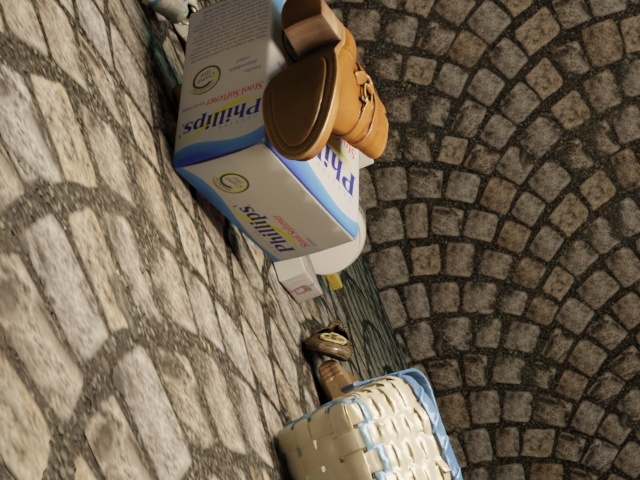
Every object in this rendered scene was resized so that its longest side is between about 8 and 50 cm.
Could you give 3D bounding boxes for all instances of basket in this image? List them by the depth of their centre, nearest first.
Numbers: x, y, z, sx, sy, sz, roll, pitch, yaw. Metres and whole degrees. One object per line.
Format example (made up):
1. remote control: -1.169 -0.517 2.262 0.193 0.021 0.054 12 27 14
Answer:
1. basket: 0.090 0.293 1.501 0.289 0.201 0.255 3 62 -49

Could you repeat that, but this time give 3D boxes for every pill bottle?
1. pill bottle: 0.011 -0.025 2.273 0.283 0.161 0.161 -76 144 -79

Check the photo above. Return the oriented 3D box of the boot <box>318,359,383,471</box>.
1. boot: 0.076 0.331 1.906 0.207 0.090 0.248 61 6 -38

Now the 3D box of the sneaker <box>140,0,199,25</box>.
1. sneaker: -0.221 -0.370 1.796 0.083 0.071 0.191 43 19 -9

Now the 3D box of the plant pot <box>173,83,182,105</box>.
1. plant pot: -0.173 -0.208 1.710 0.081 0.081 0.083 68 17 -1

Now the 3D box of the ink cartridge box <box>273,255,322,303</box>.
1. ink cartridge box: -0.045 0.048 2.037 0.122 0.052 0.089 59 11 -64

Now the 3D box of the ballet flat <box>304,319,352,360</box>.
1. ballet flat: 0.022 0.172 2.008 0.250 0.084 0.058 31 80 -85

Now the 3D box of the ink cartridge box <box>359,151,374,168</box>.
1. ink cartridge box: -0.053 -0.257 2.226 0.131 0.226 0.306 -100 166 -62

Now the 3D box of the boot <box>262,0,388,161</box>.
1. boot: 0.016 -0.169 1.533 0.220 0.109 0.284 52 25 -45

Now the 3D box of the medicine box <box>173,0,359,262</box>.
1. medicine box: -0.066 -0.162 1.634 0.263 0.149 0.289 45 37 -47

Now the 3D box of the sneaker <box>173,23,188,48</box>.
1. sneaker: -0.201 -0.322 1.964 0.065 0.061 0.158 78 -9 -88

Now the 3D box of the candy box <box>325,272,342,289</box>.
1. candy box: 0.000 0.000 2.518 0.105 0.027 0.206 65 6 -52
